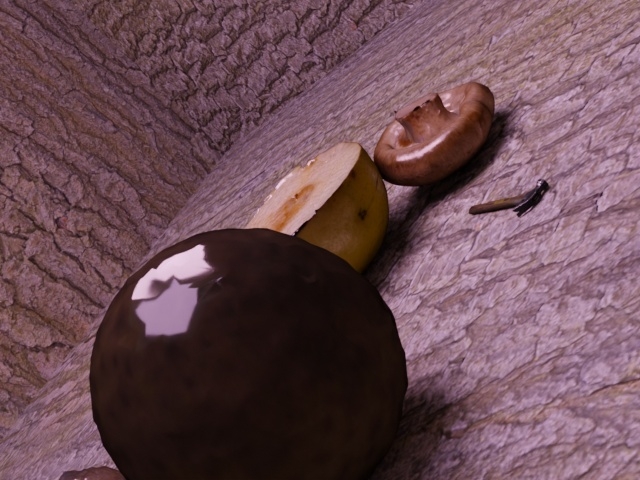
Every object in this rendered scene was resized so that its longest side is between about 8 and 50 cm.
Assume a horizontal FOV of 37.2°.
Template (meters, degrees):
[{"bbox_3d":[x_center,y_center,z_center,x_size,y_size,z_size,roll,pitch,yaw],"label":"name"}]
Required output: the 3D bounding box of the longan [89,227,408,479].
[{"bbox_3d":[-0.086,0.165,1.170,0.391,0.391,0.391,-42,15,14],"label":"longan"}]

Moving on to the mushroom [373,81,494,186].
[{"bbox_3d":[0.217,-0.198,1.772,0.278,0.146,0.278,-32,18,12],"label":"mushroom"}]

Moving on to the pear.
[{"bbox_3d":[0.000,0.000,1.743,0.340,0.191,0.386,-33,20,35],"label":"pear"}]

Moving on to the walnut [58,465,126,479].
[{"bbox_3d":[-0.402,0.476,1.656,0.178,0.178,0.230,-47,4,-3],"label":"walnut"}]

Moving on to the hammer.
[{"bbox_3d":[0.280,-0.055,1.470,0.062,0.017,0.182,-51,14,-20],"label":"hammer"}]
